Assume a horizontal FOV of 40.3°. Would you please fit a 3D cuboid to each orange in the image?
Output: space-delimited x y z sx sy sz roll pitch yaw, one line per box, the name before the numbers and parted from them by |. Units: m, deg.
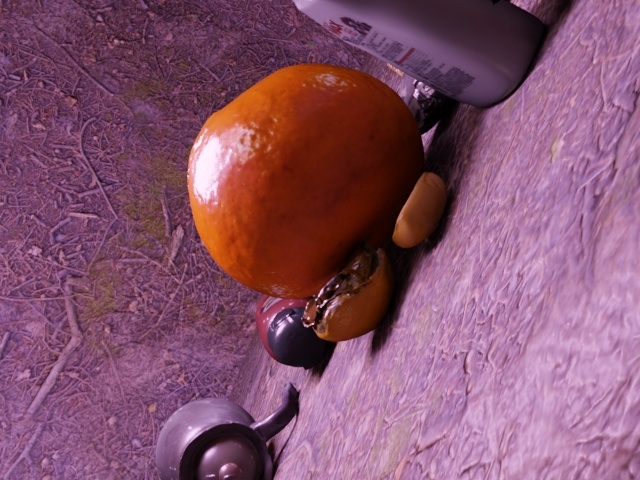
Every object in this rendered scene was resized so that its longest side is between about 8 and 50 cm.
orange | -0.028 -0.106 1.455 0.424 0.326 0.424 -42 -18 -16
orange | 0.052 0.085 1.321 0.170 0.112 0.160 -37 6 24

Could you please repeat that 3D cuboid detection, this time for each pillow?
pillow | 0.223 -0.340 1.595 0.161 0.092 0.335 -44 21 60

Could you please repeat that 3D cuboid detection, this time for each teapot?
teapot | -0.163 0.425 1.713 0.285 0.305 0.224 170 88 -75

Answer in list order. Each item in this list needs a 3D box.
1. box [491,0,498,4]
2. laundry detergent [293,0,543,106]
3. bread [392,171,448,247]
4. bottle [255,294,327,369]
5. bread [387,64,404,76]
box | 0.294 -0.476 1.088 0.279 0.116 0.261 -35 24 38
laundry detergent | 0.089 -0.324 1.227 0.264 0.397 0.125 -166 100 -84
bread | 0.147 -0.039 1.242 0.115 0.056 0.082 -59 -10 -37
bottle | -0.052 0.176 1.761 0.144 0.143 0.336 -65 9 0
bread | 0.228 -0.436 1.787 0.246 0.121 0.174 -62 6 14
